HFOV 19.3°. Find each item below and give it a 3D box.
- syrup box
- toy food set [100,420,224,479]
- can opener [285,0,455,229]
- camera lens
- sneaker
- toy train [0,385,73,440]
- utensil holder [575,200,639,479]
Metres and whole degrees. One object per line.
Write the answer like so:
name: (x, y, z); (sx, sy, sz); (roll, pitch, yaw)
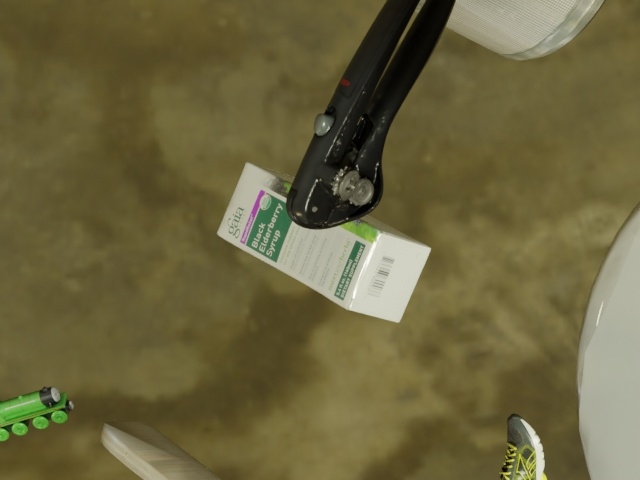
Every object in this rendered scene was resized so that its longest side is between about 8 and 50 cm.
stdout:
syrup box: (0.000, 0.000, 2.096); (0.096, 0.237, 0.093); (16, 99, -47)
toy food set: (-0.043, 0.253, 0.755); (0.092, 0.220, 0.306); (-14, 127, -48)
can opener: (0.029, -0.090, 1.194); (0.059, 0.073, 0.186); (18, 102, -44)
camera lens: (0.164, -0.329, 1.965); (0.274, 0.219, 0.219); (23, 127, -27)
sneaker: (0.157, 0.178, 1.485); (0.035, 0.031, 0.083); (-20, 106, -15)
toy train: (-0.183, 0.102, 1.084); (0.083, 0.017, 0.023); (-18, 123, 12)
utensil holder: (0.330, 0.013, 0.811); (0.328, 0.385, 0.327); (18, 124, 28)
